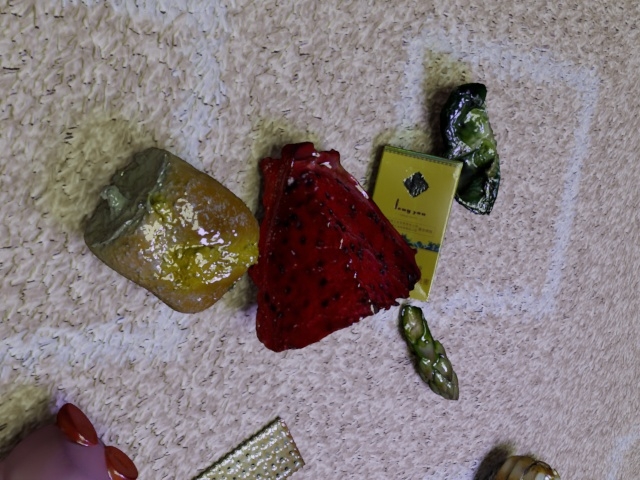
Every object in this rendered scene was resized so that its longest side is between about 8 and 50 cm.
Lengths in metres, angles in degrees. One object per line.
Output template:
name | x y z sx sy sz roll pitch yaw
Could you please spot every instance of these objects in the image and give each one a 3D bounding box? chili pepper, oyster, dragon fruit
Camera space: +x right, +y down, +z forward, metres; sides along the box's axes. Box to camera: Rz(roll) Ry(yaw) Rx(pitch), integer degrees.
chili pepper | 0.289 -0.182 1.341 0.148 0.116 0.264 -40 122 -51
oyster | 0.456 0.612 1.722 0.100 0.037 0.098 -22 130 -45
dragon fruit | -0.007 0.004 1.201 0.329 0.228 0.286 61 31 4

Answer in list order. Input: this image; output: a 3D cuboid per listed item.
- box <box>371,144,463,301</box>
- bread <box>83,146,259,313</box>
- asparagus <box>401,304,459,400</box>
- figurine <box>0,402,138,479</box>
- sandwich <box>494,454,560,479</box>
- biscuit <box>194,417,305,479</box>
box | 0.164 -0.032 1.286 0.153 0.041 0.278 13 97 1
bread | -0.217 -0.011 1.002 0.246 0.176 0.195 40 78 -35
asparagus | 0.241 0.261 1.449 0.080 0.080 0.287 -43 123 -16
figurine | -0.389 0.359 0.999 0.173 0.173 0.173 -10 109 -31
sandwich | 0.502 0.669 1.693 0.273 0.095 0.248 33 84 -50
biscuit | -0.143 0.453 1.281 0.231 0.016 0.139 -32 119 -22
